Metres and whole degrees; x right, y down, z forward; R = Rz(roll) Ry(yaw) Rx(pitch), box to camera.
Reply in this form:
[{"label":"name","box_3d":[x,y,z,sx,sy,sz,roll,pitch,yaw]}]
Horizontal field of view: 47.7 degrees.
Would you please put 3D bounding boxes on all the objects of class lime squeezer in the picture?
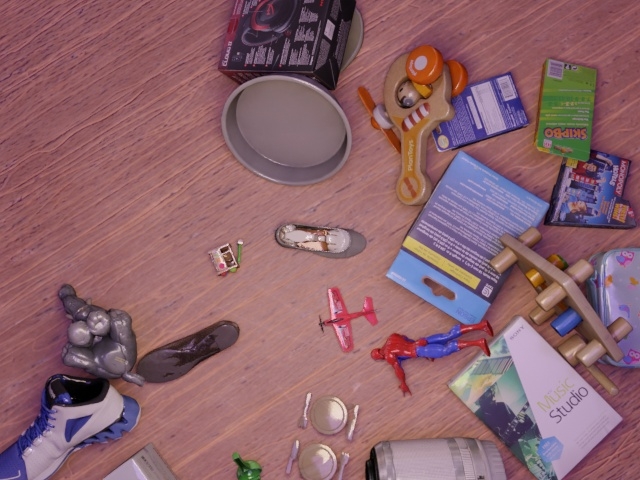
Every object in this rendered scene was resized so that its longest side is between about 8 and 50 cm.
[{"label":"lime squeezer","box_3d":[-0.134,0.552,1.586,0.059,0.110,0.310,-27,116,-20]}]

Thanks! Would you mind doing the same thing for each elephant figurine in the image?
[{"label":"elephant figurine","box_3d":[-0.484,0.203,1.587,0.169,0.239,0.185,3,94,-23]}]

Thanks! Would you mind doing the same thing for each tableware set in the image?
[{"label":"tableware set","box_3d":[0.009,0.447,1.627,0.128,0.039,0.194,12,78,12]}]

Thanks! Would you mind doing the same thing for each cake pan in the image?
[{"label":"cake pan","box_3d":[-0.072,-0.249,1.599,0.293,0.293,0.054,14,45,0]}]

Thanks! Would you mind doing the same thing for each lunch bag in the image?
[{"label":"lunch bag","box_3d":[0.715,0.147,1.637,0.224,0.108,0.279,-1,84,0]}]

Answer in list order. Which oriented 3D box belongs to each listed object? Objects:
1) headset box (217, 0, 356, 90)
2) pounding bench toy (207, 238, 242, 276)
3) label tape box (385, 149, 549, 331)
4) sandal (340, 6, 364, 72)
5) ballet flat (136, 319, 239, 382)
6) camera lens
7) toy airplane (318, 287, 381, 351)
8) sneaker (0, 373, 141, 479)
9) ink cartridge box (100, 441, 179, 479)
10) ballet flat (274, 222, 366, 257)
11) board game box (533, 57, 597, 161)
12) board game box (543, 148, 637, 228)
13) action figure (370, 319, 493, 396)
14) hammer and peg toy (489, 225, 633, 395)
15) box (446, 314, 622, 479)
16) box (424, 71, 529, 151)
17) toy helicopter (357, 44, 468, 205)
[{"label":"headset box","box_3d":[-0.090,-0.462,1.632,0.293,0.110,0.218,9,82,31]},{"label":"pounding bench toy","box_3d":[-0.205,0.041,1.655,0.083,0.052,0.065,-24,85,-4]},{"label":"label tape box","box_3d":[0.324,0.002,1.644,0.241,0.106,0.333,32,85,1]},{"label":"sandal","box_3d":[0.004,-0.426,1.690,0.120,0.086,0.302,33,84,2]},{"label":"ballet flat","box_3d":[-0.297,0.247,1.637,0.250,0.058,0.084,-27,107,2]},{"label":"camera lens","box_3d":[0.237,0.532,1.531,0.274,0.219,0.219,-3,84,-2]},{"label":"toy airplane","box_3d":[0.068,0.172,1.660,0.151,0.028,0.151,0,85,-2]},{"label":"sneaker","box_3d":[-0.563,0.379,1.537,0.316,0.127,0.182,-29,129,-9]},{"label":"ink cartridge box","box_3d":[-0.392,0.532,1.540,0.127,0.176,0.128,-37,85,-2]},{"label":"ballet flat","box_3d":[0.000,0.000,1.656,0.213,0.068,0.072,6,84,-1]},{"label":"board game box","box_3d":[0.569,-0.300,1.682,0.124,0.039,0.259,14,64,0]},{"label":"board game box","box_3d":[0.644,-0.103,1.684,0.194,0.060,0.194,17,84,1]},{"label":"action figure","box_3d":[0.250,0.262,1.605,0.280,0.091,0.139,-10,123,29]},{"label":"hammer and peg toy","box_3d":[0.530,0.150,1.516,0.127,0.266,0.361,-41,116,2]},{"label":"box","box_3d":[0.478,0.361,1.628,0.232,0.058,0.322,-45,85,-1]},{"label":"box","box_3d":[0.362,-0.300,1.710,0.225,0.036,0.136,-17,84,-3]},{"label":"toy helicopter","box_3d":[0.197,-0.252,1.638,0.235,0.140,0.354,-3,82,40]}]
